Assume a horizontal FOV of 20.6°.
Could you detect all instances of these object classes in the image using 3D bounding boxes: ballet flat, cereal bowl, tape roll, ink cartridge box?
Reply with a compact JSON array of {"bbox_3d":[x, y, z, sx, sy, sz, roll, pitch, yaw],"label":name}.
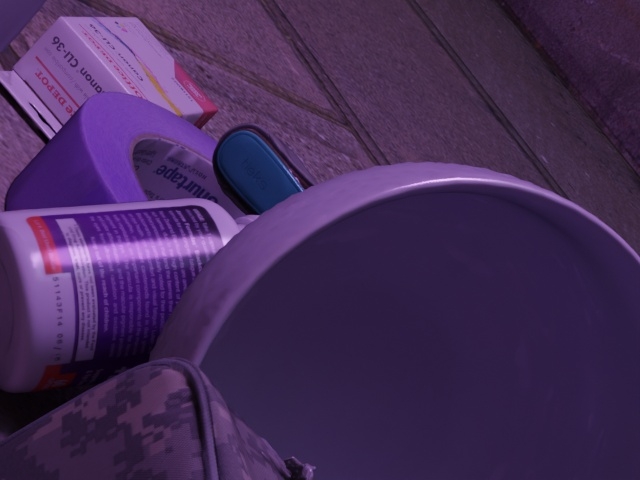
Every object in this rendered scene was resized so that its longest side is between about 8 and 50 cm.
[{"bbox_3d":[0.000,0.000,1.280,0.213,0.072,0.068,53,10,22],"label":"ballet flat"},{"bbox_3d":[0.041,0.110,1.033,0.339,0.339,0.141,36,0,-28],"label":"cereal bowl"},{"bbox_3d":[-0.094,0.019,1.285,0.275,0.090,0.275,40,19,-17],"label":"tape roll"},{"bbox_3d":[-0.174,-0.123,1.455,0.115,0.067,0.198,48,18,6],"label":"ink cartridge box"}]

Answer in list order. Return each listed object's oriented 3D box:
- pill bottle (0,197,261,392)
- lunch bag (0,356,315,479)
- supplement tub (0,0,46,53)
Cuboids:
[{"bbox_3d":[-0.107,0.030,1.073,0.193,0.108,0.108,-5,45,-29],"label":"pill bottle"},{"bbox_3d":[-0.050,0.238,0.728,0.256,0.212,0.305,54,11,-34],"label":"lunch bag"},{"bbox_3d":[-0.330,-0.229,1.059,0.325,0.235,0.235,45,17,-1],"label":"supplement tub"}]
